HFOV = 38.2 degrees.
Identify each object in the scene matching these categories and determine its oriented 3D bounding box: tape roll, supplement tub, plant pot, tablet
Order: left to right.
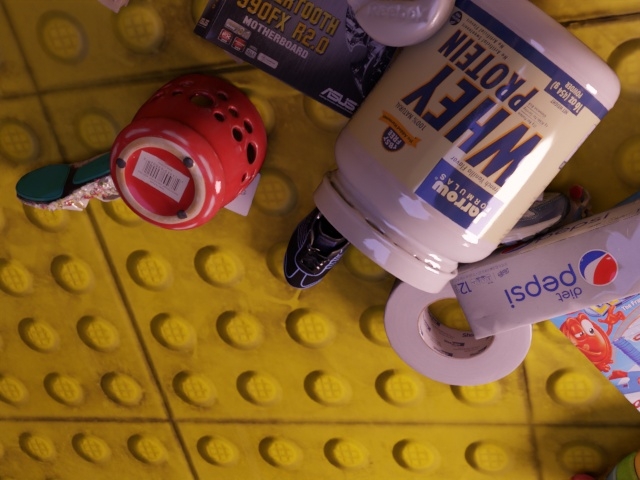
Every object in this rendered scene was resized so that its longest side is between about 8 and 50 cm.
[{"bbox_3d":[-0.192,-0.117,1.304,0.191,0.174,0.191,10,124,15],"label":"plant pot"},{"bbox_3d":[-0.126,-0.079,1.412,0.054,0.006,0.083,24,126,2],"label":"tablet"},{"bbox_3d":[0.164,-0.123,1.095,0.235,0.235,0.325,36,104,-6],"label":"supplement tub"},{"bbox_3d":[0.208,0.112,1.386,0.219,0.072,0.219,8,124,12],"label":"tape roll"}]

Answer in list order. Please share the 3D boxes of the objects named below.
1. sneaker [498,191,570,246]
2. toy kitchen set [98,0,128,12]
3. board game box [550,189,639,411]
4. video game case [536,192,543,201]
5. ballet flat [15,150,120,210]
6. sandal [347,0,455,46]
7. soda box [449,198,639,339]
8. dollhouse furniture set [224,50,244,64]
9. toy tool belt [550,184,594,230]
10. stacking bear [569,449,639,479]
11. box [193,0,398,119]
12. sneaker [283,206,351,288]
[{"bbox_3d":[0.192,-0.057,1.254,0.283,0.110,0.122,-3,104,24],"label":"sneaker"},{"bbox_3d":[-0.291,-0.358,1.245,0.075,0.068,0.083,32,125,-4],"label":"toy kitchen set"},{"bbox_3d":[0.495,0.077,1.260,0.302,0.086,0.308,43,124,-12],"label":"board game box"},{"bbox_3d":[0.253,-0.114,1.210,0.087,0.122,0.011,6,167,14],"label":"video game case"},{"bbox_3d":[-0.370,-0.083,1.447,0.241,0.091,0.077,-9,141,27],"label":"ballet flat"},{"bbox_3d":[0.063,-0.418,1.030,0.169,0.102,0.416,-7,91,29],"label":"sandal"},{"bbox_3d":[0.316,0.035,1.187,0.286,0.091,0.098,-22,96,32],"label":"soda box"},{"bbox_3d":[-0.066,-0.341,1.163,0.182,0.101,0.161,-24,112,29],"label":"dollhouse furniture set"},{"bbox_3d":[0.347,-0.042,1.263,0.052,0.051,0.083,34,122,31],"label":"toy tool belt"},{"bbox_3d":[0.535,0.368,1.401,0.175,0.164,0.289,32,121,-4],"label":"stacking bear"},{"bbox_3d":[-0.009,-0.274,1.113,0.231,0.056,0.183,25,98,-31],"label":"box"},{"bbox_3d":[0.000,0.000,1.369,0.081,0.090,0.232,30,126,-2],"label":"sneaker"}]
